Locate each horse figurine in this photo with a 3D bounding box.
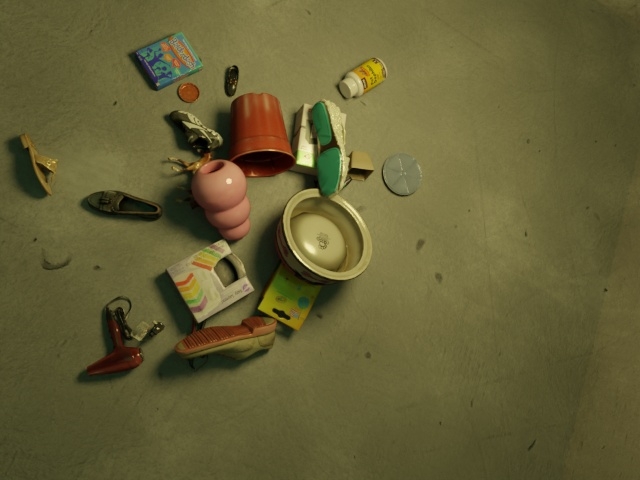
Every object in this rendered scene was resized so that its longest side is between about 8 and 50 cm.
[{"bbox_3d":[-0.496,-0.241,1.872,0.175,0.066,0.263,-6,77,-36],"label":"horse figurine"}]

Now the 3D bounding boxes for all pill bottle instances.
[{"bbox_3d":[0.191,-0.730,2.141,0.215,0.117,0.117,-37,96,-19],"label":"pill bottle"}]

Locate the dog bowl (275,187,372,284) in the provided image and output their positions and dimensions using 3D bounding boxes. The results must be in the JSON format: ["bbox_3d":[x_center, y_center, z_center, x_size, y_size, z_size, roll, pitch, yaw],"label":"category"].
[{"bbox_3d":[0.000,0.000,1.903,0.408,0.150,0.407,16,56,-25],"label":"dog bowl"}]

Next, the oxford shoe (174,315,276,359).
[{"bbox_3d":[-0.348,0.404,1.806,0.397,0.140,0.146,-8,109,-25],"label":"oxford shoe"}]

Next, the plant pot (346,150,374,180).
[{"bbox_3d":[0.166,-0.336,2.100,0.109,0.109,0.096,5,70,-18],"label":"plant pot"}]

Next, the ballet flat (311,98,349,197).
[{"bbox_3d":[0.061,-0.376,1.932,0.147,0.147,0.408,-5,85,-19],"label":"ballet flat"}]

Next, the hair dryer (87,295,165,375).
[{"bbox_3d":[-0.738,0.375,1.740,0.224,0.080,0.293,32,69,3],"label":"hair dryer"}]

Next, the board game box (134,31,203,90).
[{"bbox_3d":[-0.608,-0.722,1.906,0.210,0.047,0.160,-35,95,-20],"label":"board game box"}]

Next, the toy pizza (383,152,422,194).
[{"bbox_3d":[0.379,-0.310,2.203,0.201,0.032,0.201,2,85,-19],"label":"toy pizza"}]

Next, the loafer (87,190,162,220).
[{"bbox_3d":[-0.731,-0.139,1.778,0.268,0.084,0.096,10,81,-18],"label":"loafer"}]

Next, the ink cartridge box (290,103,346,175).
[{"bbox_3d":[-0.012,-0.425,2.038,0.199,0.115,0.272,9,81,-18],"label":"ink cartridge box"}]

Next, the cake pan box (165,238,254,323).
[{"bbox_3d":[-0.423,0.155,1.840,0.267,0.070,0.245,-29,89,-25],"label":"cake pan box"}]

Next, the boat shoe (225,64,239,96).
[{"bbox_3d":[-0.370,-0.669,1.985,0.049,0.042,0.132,9,82,-20],"label":"boat shoe"}]

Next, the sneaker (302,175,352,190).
[{"bbox_3d":[0.032,-0.240,2.053,0.224,0.083,0.098,-34,90,-18],"label":"sneaker"}]

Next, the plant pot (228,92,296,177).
[{"bbox_3d":[-0.248,-0.425,1.897,0.273,0.272,0.264,-3,76,-19],"label":"plant pot"}]

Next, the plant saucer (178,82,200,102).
[{"bbox_3d":[-0.536,-0.604,1.935,0.084,0.013,0.083,2,83,-19],"label":"plant saucer"}]

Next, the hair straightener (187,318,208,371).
[{"bbox_3d":[-0.458,0.389,1.829,0.089,0.047,0.230,8,76,-18],"label":"hair straightener"}]

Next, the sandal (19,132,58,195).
[{"bbox_3d":[-0.991,-0.286,1.705,0.079,0.088,0.240,-26,88,-14],"label":"sandal"}]

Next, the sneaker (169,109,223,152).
[{"bbox_3d":[-0.504,-0.427,1.868,0.234,0.078,0.106,33,45,-6],"label":"sneaker"}]

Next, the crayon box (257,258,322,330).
[{"bbox_3d":[-0.110,0.185,1.955,0.202,0.081,0.318,32,74,-13],"label":"crayon box"}]

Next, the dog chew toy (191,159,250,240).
[{"bbox_3d":[-0.362,-0.140,1.819,0.207,0.207,0.331,-30,130,-19],"label":"dog chew toy"}]
